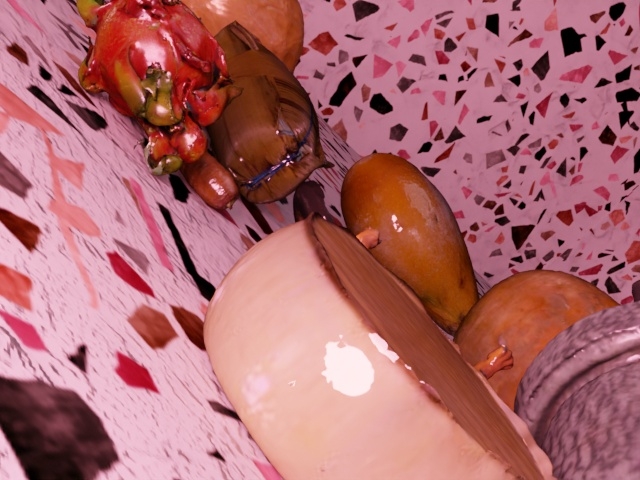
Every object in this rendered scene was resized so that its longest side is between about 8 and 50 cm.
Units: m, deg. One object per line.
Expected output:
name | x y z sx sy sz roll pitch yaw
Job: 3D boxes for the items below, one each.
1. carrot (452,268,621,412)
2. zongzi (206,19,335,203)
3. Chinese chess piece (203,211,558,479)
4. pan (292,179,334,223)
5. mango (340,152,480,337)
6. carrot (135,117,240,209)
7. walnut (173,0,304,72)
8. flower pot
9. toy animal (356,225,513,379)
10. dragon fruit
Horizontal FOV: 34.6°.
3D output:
carrot | 0.304 0.188 1.134 0.340 0.224 0.224 41 4 33
zongzi | -0.032 -0.095 1.222 0.289 0.123 0.260 46 12 -43
Chinese chess piece | 0.039 0.101 0.678 0.257 0.104 0.257 45 9 -9
pan | -0.003 0.001 1.118 0.212 0.040 0.115 98 -24 -80
mango | 0.148 0.011 1.527 0.316 0.146 0.193 54 16 0
carrot | -0.132 -0.089 0.957 0.165 0.035 0.035 47 8 18
walnut | -0.125 -0.279 1.322 0.221 0.195 0.195 37 13 -49
flower pot | 0.305 0.187 0.809 0.299 0.299 0.283 45 26 -16
toy animal | 0.044 0.092 0.850 0.255 0.114 0.116 41 43 -11
dragon fruit | -0.138 -0.142 0.886 0.138 0.142 0.175 92 -9 -51
